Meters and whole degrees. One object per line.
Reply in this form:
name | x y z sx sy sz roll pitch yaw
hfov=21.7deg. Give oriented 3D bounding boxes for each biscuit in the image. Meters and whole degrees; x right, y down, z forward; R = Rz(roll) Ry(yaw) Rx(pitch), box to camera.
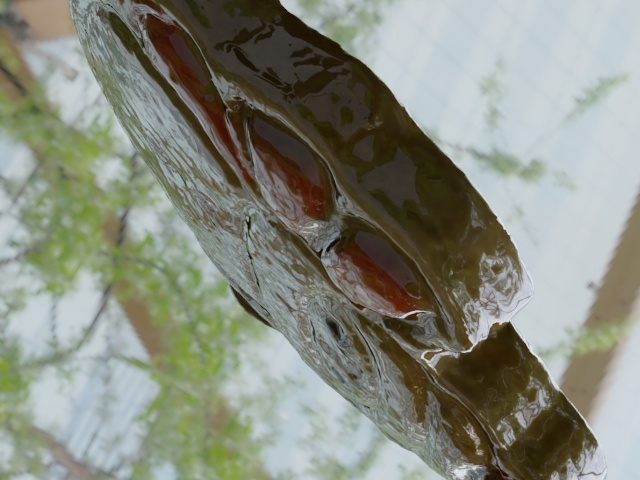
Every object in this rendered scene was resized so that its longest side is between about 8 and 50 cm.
biscuit | 0.000 0.000 0.872 0.074 0.359 0.381 -37 -105 -11
